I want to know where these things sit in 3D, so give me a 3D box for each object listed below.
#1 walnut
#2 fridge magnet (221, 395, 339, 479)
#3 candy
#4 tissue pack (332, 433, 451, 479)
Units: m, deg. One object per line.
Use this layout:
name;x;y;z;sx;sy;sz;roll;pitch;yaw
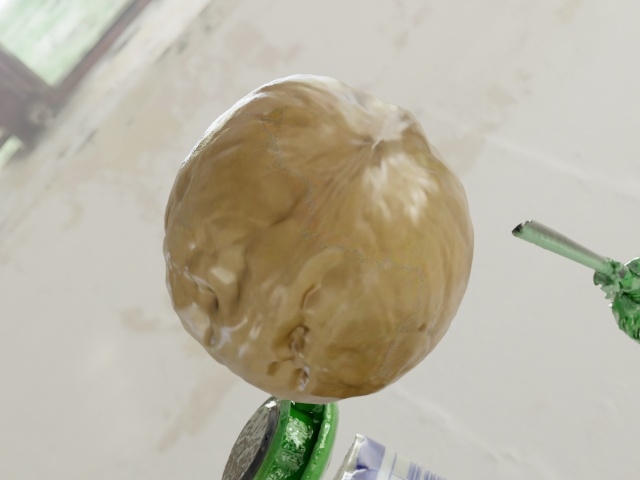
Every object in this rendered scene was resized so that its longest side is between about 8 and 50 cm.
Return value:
walnut;0.000;0.000;1.015;0.222;0.195;0.195;113;0;-57
fridge magnet;-0.047;0.250;1.797;0.208;0.088;0.208;-56;-165;24
candy;0.240;0.026;1.373;0.097;0.323;0.097;-12;-110;34
tissue pack;0.099;0.268;1.039;0.137;0.269;0.209;-62;-179;24
